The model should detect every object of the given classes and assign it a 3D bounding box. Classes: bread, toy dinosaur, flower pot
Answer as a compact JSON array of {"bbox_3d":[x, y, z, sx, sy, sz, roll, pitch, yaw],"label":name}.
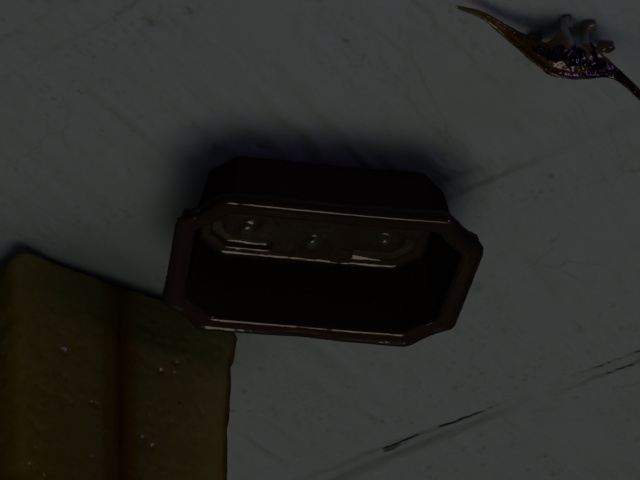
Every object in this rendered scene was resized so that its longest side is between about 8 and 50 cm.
[{"bbox_3d":[-0.217,0.225,1.414,0.233,0.361,0.245,21,134,-27],"label":"bread"},{"bbox_3d":[0.181,-0.144,1.214,0.180,0.058,0.037,19,132,-5],"label":"toy dinosaur"},{"bbox_3d":[0.000,0.000,1.357,0.251,0.084,0.179,6,142,-8],"label":"flower pot"}]
